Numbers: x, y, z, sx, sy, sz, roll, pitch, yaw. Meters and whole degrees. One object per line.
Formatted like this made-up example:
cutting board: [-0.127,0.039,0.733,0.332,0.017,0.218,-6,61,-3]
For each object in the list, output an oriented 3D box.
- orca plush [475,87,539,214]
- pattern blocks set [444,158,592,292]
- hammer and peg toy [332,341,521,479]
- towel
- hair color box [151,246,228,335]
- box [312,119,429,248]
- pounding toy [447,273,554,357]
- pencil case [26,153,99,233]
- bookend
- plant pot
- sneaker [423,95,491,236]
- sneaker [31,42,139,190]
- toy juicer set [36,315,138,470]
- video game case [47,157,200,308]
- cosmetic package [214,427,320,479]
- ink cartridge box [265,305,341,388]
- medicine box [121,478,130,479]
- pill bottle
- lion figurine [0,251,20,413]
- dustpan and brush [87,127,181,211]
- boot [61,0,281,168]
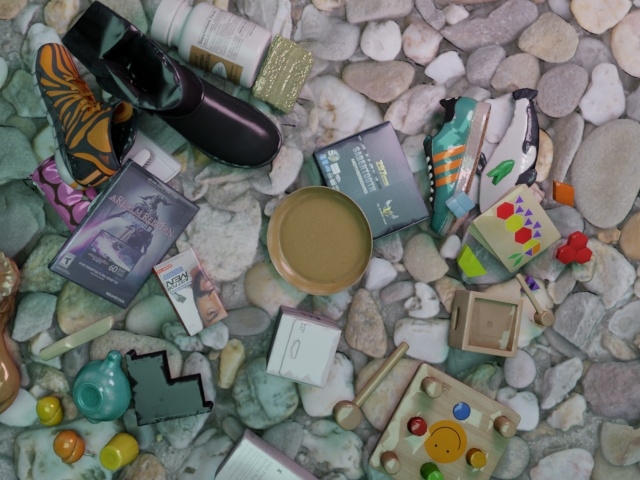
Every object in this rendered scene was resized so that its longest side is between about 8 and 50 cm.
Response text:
orca plush: [0.428,-0.186,1.576,0.151,0.102,0.287,2,85,41]
pattern blocks set: [0.420,-0.022,1.529,0.285,0.026,0.325,-30,118,6]
hammer and peg toy: [0.224,0.398,1.534,0.361,0.127,0.266,30,89,-4]
towel: [-0.081,-0.357,1.535,0.110,0.027,0.148,23,89,-33]
hair color box: [-0.280,0.110,1.526,0.093,0.053,0.167,-29,94,-19]
box: [0.109,-0.120,1.553,0.183,0.059,0.233,-22,93,-3]
pounding toy: [0.399,0.160,1.565,0.206,0.094,0.181,10,85,-13]
pencil case: [-0.517,-0.078,1.500,0.098,0.095,0.209,-38,92,-37]
bookend: [-0.323,0.300,1.526,0.156,0.072,0.157,-11,91,-4]
plant pot: [0.000,0.000,1.528,0.236,0.032,0.236,3,99,17]
sneaker: [0.274,-0.163,1.551,0.121,0.108,0.302,17,96,16]
sneaker: [-0.462,-0.274,1.442,0.180,0.124,0.321,-22,84,25]
toy juicer set: [-0.502,0.321,1.518,0.209,0.089,0.329,-4,94,15]
video game case: [-0.404,-0.009,1.485,0.274,0.026,0.196,-53,131,-1]
cosmetic package: [-0.103,0.525,1.538,0.231,0.085,0.117,35,89,-2]
ink cartridge box: [-0.039,0.219,1.490,0.127,0.176,0.128,16,90,-4]
medicine box: [-0.390,0.663,1.418,0.149,0.289,0.263,15,90,-2]
pill bottle: [-0.228,-0.421,1.491,0.229,0.131,0.131,23,89,-3]
lion figurine: [-0.711,0.227,1.485,0.240,0.142,0.392,-14,106,-11]
dustpan and brush: [-0.412,-0.133,1.501,0.147,0.060,0.211,40,78,-3]
boot: [-0.244,-0.264,1.335,0.367,0.445,0.146,27,89,-4]
